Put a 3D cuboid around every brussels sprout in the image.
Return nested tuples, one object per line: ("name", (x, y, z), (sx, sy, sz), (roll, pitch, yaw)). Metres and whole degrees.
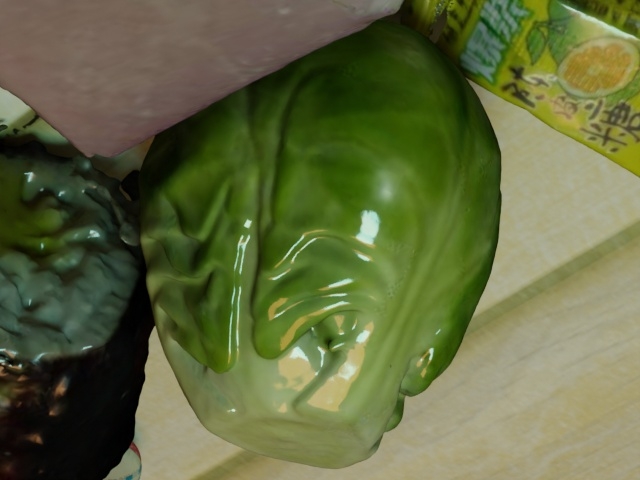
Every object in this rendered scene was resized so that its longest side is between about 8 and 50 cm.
("brussels sprout", (-0.001, 0.001, 1.565), (0.289, 0.354, 0.281), (1, 168, 32))

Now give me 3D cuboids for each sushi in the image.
("sushi", (-0.291, 0.084, 1.676), (0.300, 0.281, 0.294), (14, 129, -7))

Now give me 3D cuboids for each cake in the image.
("cake", (-0.118, -0.237, 1.374), (0.309, 0.237, 0.230), (-24, 132, 23))

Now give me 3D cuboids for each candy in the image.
("candy", (0.211, -0.162, 1.538), (0.297, 0.081, 0.187), (30, 127, 4))

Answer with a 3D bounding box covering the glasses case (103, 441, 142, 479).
("glasses case", (-0.333, 0.195, 1.938), (0.327, 0.076, 0.125), (24, 129, -26))
